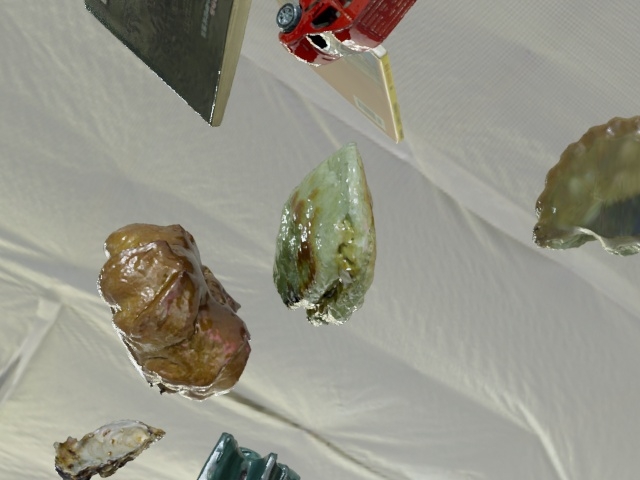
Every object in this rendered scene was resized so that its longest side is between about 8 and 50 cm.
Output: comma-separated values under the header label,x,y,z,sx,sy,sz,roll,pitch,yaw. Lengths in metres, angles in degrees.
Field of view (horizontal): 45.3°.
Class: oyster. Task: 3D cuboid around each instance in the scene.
label,x,y,z,sx,sy,sz,roll,pitch,yaw
oyster,-0.212,0.219,0.798,0.132,0.086,0.029,1,-75,-32

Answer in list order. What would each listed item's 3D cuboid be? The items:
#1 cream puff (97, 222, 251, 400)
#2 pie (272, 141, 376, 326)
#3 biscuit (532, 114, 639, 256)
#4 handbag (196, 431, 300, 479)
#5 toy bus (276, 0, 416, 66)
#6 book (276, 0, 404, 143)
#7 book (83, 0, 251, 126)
label,x,y,z,sx,sy,sz,roll,pitch,yaw
cream puff,-0.201,0.100,1.044,0.154,0.241,0.269,-35,-77,3
pie,0.000,0.000,0.896,0.089,0.201,0.248,6,-21,-17
biscuit,0.550,-0.075,1.432,0.335,0.329,0.078,-39,-41,19
handbag,-0.100,0.348,0.764,0.089,0.239,0.327,18,-31,10
toy bus,0.042,-0.258,0.809,0.195,0.089,0.081,-48,-34,21
book,0.031,-0.309,1.291,0.262,0.028,0.374,45,-2,15
book,-0.156,-0.236,0.735,0.228,0.024,0.160,43,-44,23
